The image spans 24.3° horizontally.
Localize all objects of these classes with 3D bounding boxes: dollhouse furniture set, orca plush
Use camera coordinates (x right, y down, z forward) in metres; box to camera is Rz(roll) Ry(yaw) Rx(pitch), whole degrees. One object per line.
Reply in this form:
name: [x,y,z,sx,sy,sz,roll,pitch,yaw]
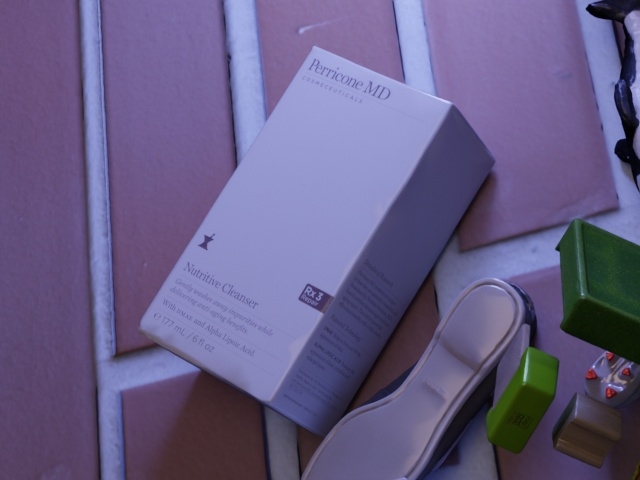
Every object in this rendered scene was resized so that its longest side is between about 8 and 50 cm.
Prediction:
dollhouse furniture set: [0.335,0.147,1.430,0.302,0.151,0.197,24,118,-4]
orca plush: [0.337,-0.134,1.603,0.102,0.151,0.287,-43,54,41]

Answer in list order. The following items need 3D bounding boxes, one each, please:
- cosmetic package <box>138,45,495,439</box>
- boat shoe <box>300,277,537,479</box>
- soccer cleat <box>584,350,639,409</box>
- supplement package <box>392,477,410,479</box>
cosmetic package: [0.000,0.000,1.672,0.217,0.156,0.385,25,82,33]
boat shoe: [0.114,0.185,1.589,0.335,0.095,0.112,-49,60,5]
soccer cleat: [0.348,0.099,1.508,0.196,0.076,0.068,-42,63,8]
supplement package: [0.044,0.346,1.476,0.194,0.203,0.149,-17,63,19]
